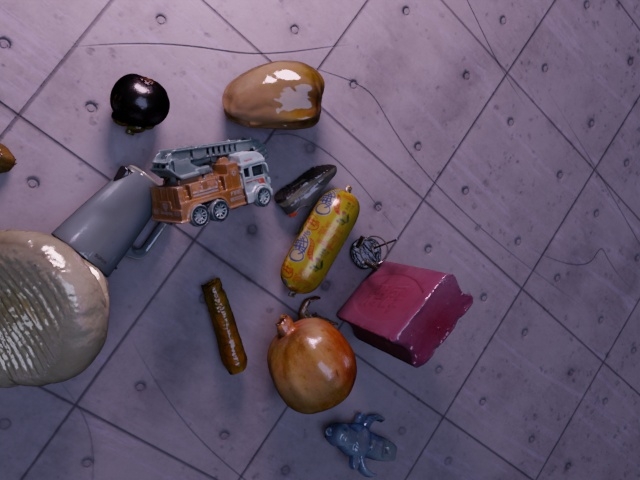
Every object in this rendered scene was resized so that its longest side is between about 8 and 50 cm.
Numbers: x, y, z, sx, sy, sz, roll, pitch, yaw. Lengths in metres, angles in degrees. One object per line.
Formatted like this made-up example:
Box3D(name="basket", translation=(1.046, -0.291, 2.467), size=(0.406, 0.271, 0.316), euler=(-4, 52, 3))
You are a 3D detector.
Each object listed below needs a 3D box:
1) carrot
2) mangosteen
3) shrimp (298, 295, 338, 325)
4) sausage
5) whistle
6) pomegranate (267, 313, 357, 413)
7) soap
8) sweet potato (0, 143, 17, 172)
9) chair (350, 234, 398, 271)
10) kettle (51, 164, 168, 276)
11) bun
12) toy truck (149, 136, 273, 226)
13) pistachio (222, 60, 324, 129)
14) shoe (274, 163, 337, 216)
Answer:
Box3D(name="carrot", translation=(-0.253, 0.226, 1.628), size=(0.070, 0.070, 0.260), euler=(-19, 103, -21))
Box3D(name="mangosteen", translation=(-0.431, -0.314, 1.468), size=(0.137, 0.137, 0.151), euler=(13, 125, -25))
Box3D(name="shrimp", translation=(-0.001, 0.209, 1.764), size=(0.127, 0.025, 0.091), euler=(21, 86, -22))
Box3D(name="sausage", translation=(0.000, 0.000, 1.686), size=(0.123, 0.123, 0.347), euler=(32, 83, -24))
Box3D(name="whistle", translation=(0.121, 0.596, 1.826), size=(0.269, 0.093, 0.180), euler=(24, 61, -26))
Box3D(name="pomegranate", translation=(-0.033, 0.314, 1.643), size=(0.229, 0.252, 0.270), euler=(-29, 110, 2))
Box3D(name="soap", translation=(0.216, 0.186, 1.678), size=(0.128, 0.359, 0.233), euler=(46, 77, -18))
Box3D(name="sweet potato", translation=(-0.791, -0.188, 1.348), size=(0.233, 0.062, 0.081), euler=(0, 97, -21))
Box3D(name="chair", translation=(0.137, 0.026, 1.723), size=(0.095, 0.221, 0.104), euler=(37, 82, 1))
Box3D(name="kettle", translation=(-0.470, -0.037, 1.471), size=(0.243, 0.160, 0.210), euler=(-52, 131, -18))
Box3D(name="bun", translation=(-0.616, 0.138, 1.351), size=(0.365, 0.219, 0.365), euler=(3, 105, 10))
Box3D(name="toy truck", translation=(-0.249, -0.153, 1.507), size=(0.338, 0.133, 0.184), euler=(-24, 113, -45))
Box3D(name="pistachio", translation=(-0.118, -0.376, 1.583), size=(0.261, 0.163, 0.212), euler=(1, 56, -6))
Box3D(name="shoe", translation=(-0.032, -0.137, 1.692), size=(0.194, 0.074, 0.077), euler=(-34, 120, -14))
